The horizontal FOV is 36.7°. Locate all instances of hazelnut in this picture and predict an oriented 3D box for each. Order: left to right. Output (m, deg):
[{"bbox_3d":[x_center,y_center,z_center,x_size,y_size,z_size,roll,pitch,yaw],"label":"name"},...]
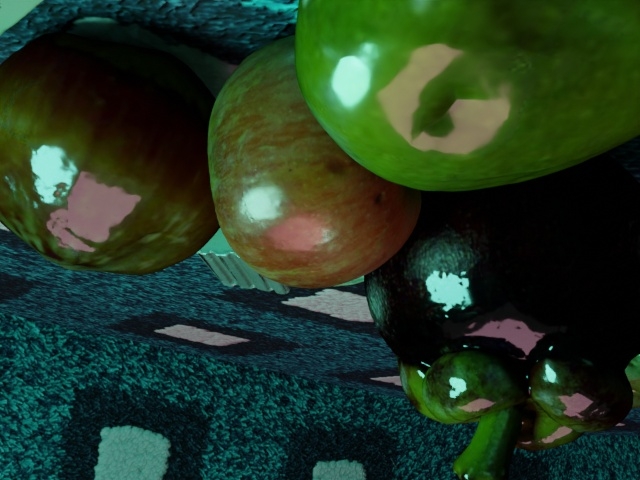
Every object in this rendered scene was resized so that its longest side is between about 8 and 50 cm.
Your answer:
[{"bbox_3d":[-0.186,-0.071,0.880,0.217,0.217,0.251,-5,159,39],"label":"hazelnut"}]

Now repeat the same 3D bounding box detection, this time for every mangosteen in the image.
[{"bbox_3d":[0.192,0.042,0.911,0.297,0.297,0.313,14,-154,-23],"label":"mangosteen"}]

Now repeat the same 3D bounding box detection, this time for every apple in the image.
[{"bbox_3d":[-0.001,-0.069,0.808,0.164,0.209,0.209,-10,160,16],"label":"apple"}]

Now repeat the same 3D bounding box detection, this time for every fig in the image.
[{"bbox_3d":[0.133,-0.126,0.504,0.314,0.233,0.233,11,165,-27],"label":"fig"}]

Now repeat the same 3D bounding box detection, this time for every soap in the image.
[{"bbox_3d":[-0.108,0.023,1.433,0.114,0.063,0.198,7,165,8],"label":"soap"}]

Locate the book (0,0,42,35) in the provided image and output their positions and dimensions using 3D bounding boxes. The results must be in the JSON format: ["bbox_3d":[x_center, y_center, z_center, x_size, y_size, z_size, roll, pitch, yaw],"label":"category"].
[{"bbox_3d":[-0.285,-0.220,0.733,0.162,0.022,0.232,22,160,-35],"label":"book"}]

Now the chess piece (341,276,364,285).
[{"bbox_3d":[0.000,0.000,1.192,0.144,0.144,0.251,10,169,-9],"label":"chess piece"}]

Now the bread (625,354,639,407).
[{"bbox_3d":[0.406,0.119,1.312,0.196,0.238,0.252,-31,175,-12],"label":"bread"}]
